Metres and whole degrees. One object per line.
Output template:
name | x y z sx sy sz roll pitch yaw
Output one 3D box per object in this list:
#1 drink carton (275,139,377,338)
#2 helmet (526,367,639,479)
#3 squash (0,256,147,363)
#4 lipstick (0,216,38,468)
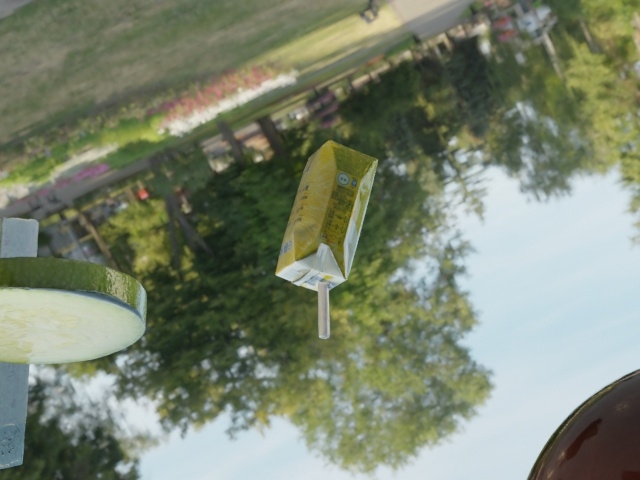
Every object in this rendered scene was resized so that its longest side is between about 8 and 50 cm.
drink carton | 0.000 0.000 0.991 0.084 0.075 0.199 -32 -142 62
helmet | 0.289 0.236 0.788 0.385 0.230 0.337 -42 148 9
squash | -0.316 0.077 1.027 0.252 0.048 0.252 -3 156 -1
lipstick | -0.415 0.128 1.200 0.068 0.317 0.066 4 180 32
